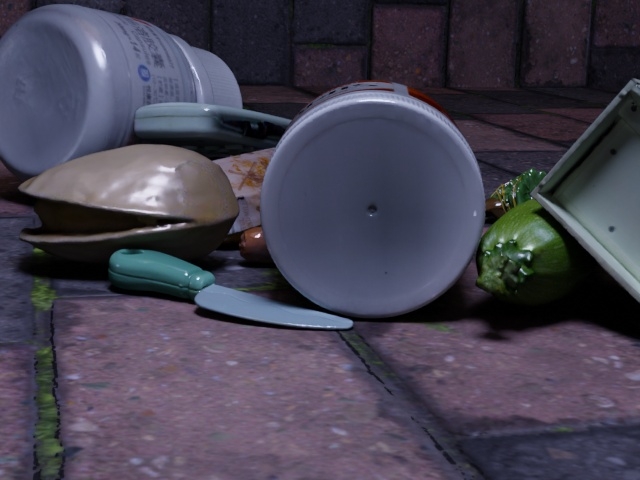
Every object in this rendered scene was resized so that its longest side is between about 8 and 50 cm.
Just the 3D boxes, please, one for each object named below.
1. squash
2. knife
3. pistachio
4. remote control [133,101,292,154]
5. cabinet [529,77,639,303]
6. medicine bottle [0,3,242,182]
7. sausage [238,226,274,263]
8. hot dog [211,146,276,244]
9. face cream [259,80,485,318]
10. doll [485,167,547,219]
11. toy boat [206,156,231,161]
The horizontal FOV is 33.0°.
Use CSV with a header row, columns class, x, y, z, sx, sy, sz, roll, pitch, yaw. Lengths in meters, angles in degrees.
class,x,y,z,sx,sy,sz,roll,pitch,yaw
squash,0.224,0.003,1.059,0.101,0.101,0.379,7,10,23
knife,-0.092,0.048,0.980,0.260,0.034,0.063,14,16,31
pistachio,-0.194,-0.034,1.105,0.223,0.126,0.152,-1,12,-5
remote control,-0.102,-0.137,1.407,0.140,0.056,0.296,1,-2,35
cabinet,0.322,-0.047,0.984,0.145,0.150,0.206,49,25,20
medicine bottle,-0.277,-0.185,1.494,0.245,0.245,0.306,10,6,32
sausage,0.000,0.000,1.153,0.177,0.047,0.040,-3,17,-14
hot dog,-0.066,-0.058,1.271,0.253,0.069,0.131,-17,45,-35
face cream,0.049,-0.046,1.022,0.201,0.201,0.187,2,13,2
doll,0.244,-0.058,1.374,0.078,0.076,0.113,-19,22,-34
toy boat,-0.099,-0.086,1.488,0.219,0.071,0.318,2,9,-11
